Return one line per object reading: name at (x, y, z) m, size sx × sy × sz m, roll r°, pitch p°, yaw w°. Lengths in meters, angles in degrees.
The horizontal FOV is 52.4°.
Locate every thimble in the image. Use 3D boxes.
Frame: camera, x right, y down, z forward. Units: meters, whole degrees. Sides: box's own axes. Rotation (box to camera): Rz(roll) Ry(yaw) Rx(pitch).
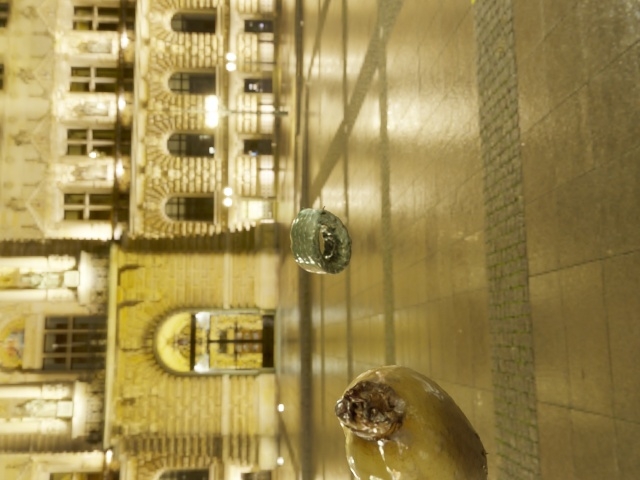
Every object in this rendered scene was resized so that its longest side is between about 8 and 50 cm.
thimble at (0.000, 0.000, 1.019) m, size 0.062 × 0.084 × 0.110 m, roll 6°, pitch 116°, yaw 47°

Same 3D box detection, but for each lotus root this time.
lotus root at (0.113, 0.249, 0.812) m, size 0.343 × 0.151 × 0.169 m, roll 53°, pitch -165°, yaw -46°
